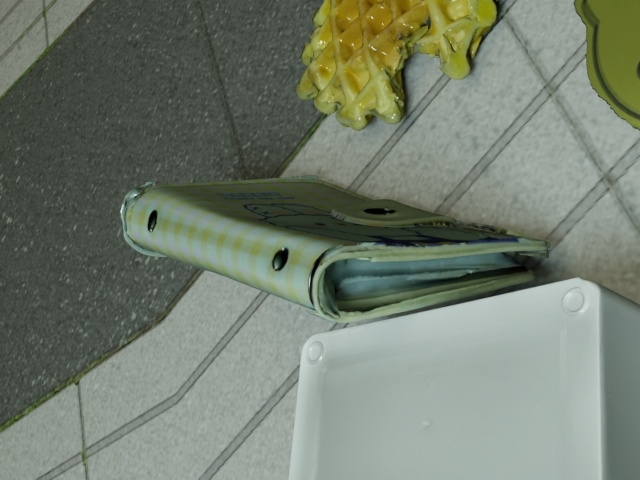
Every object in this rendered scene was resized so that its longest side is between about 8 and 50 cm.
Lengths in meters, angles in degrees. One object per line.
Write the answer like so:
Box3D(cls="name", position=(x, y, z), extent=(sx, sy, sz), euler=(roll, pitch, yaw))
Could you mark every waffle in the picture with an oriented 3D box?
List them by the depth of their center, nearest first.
Box3D(cls="waffle", position=(0.073, -0.228, 0.946), extent=(0.250, 0.056, 0.261), euler=(22, 89, 52))

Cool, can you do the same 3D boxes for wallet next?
Box3D(cls="wallet", position=(0.000, 0.000, 0.775), extent=(0.309, 0.223, 0.077), euler=(16, 103, 54))

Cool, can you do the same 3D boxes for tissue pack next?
Box3D(cls="tissue pack", position=(0.110, 0.134, 0.643), extent=(0.246, 0.136, 0.159), euler=(-16, 58, 44))

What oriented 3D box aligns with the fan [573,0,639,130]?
Box3D(cls="fan", position=(0.313, -0.176, 0.680), extent=(0.335, 0.011, 0.229), euler=(11, 78, 52))
